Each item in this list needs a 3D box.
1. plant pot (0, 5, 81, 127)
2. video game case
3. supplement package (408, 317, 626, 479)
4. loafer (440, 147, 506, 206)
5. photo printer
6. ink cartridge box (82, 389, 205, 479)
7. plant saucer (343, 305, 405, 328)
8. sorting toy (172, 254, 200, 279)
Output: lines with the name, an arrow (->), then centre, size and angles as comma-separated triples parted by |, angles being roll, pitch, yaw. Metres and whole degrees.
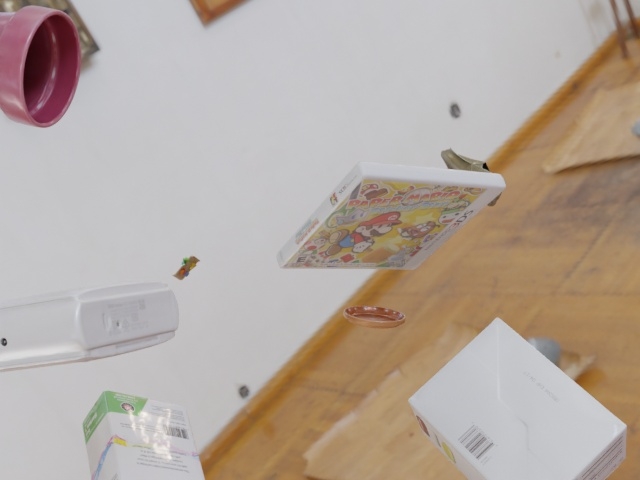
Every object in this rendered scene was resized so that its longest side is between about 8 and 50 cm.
plant pot -> -0.537, -0.307, 1.578 | 0.180, 0.201, 0.201 | 13, 32, 12
video game case -> 0.088, -0.024, 1.155 | 0.227, 0.026, 0.206 | 2, -33, -34
supplement package -> 0.305, 0.294, 1.430 | 0.204, 0.145, 0.262 | -40, 54, -10
loafer -> 0.259, -0.113, 1.549 | 0.050, 0.056, 0.148 | -40, 53, -1
photo printer -> -0.408, 0.133, 1.393 | 0.307, 0.107, 0.256 | -10, -2, 24
ink cartridge box -> -0.358, 0.460, 1.879 | 0.117, 0.201, 0.278 | -53, 38, 24
plant saucer -> 0.072, 0.104, 1.235 | 0.083, 0.013, 0.083 | 5, 9, -1
sorting toy -> -0.283, 0.057, 1.932 | 0.062, 0.012, 0.083 | -45, -14, -4
